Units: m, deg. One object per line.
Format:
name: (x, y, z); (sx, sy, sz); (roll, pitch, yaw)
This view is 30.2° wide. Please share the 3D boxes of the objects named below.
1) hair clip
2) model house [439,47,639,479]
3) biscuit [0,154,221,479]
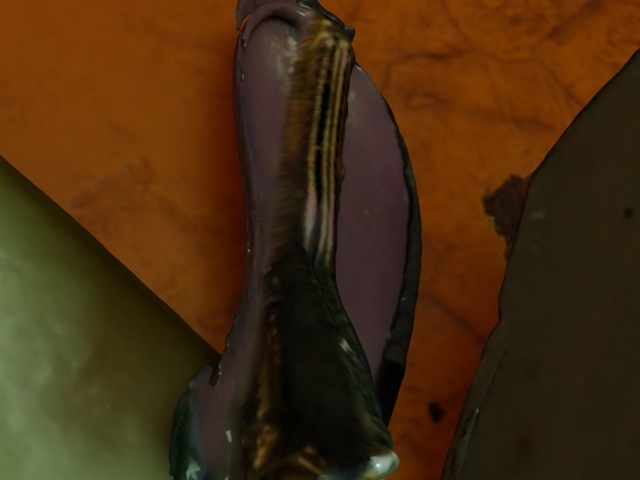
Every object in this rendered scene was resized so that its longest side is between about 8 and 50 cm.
hair clip: (0.002, 0.001, 0.540); (0.110, 0.096, 0.359); (8, 39, -4)
model house: (0.209, 0.104, 0.521); (0.282, 0.297, 0.317); (19, 45, -42)
biscuit: (-0.149, 0.081, 0.438); (0.291, 0.062, 0.237); (46, 54, -14)
